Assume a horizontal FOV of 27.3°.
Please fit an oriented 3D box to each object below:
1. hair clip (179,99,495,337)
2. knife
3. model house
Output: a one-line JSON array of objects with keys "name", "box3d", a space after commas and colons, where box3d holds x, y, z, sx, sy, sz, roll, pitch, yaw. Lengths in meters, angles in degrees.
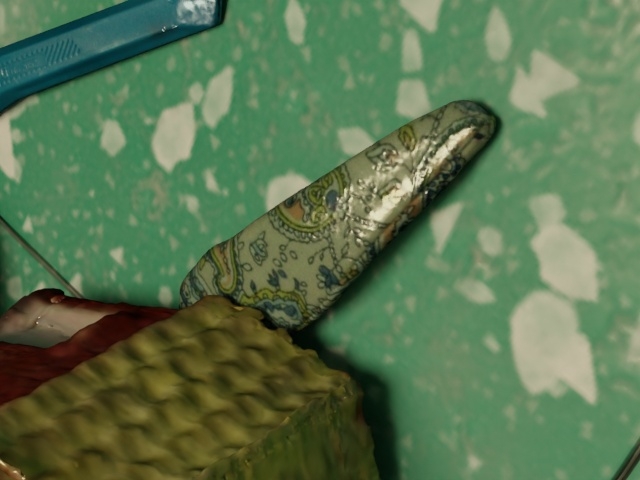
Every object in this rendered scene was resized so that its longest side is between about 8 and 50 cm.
[{"name": "hair clip", "box3d": [-0.002, 0.001, 0.675, 0.229, 0.036, 0.066, -38, 79, 34]}, {"name": "knife", "box3d": [-0.171, -0.103, 0.798, 0.296, 0.026, 0.044, -12, 91, 34]}, {"name": "model house", "box3d": [-0.102, 0.126, 0.657, 0.254, 0.196, 0.160, 3, 108, 39]}]
